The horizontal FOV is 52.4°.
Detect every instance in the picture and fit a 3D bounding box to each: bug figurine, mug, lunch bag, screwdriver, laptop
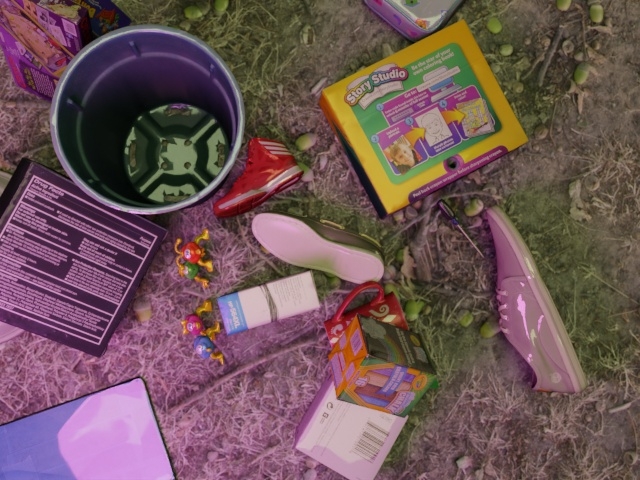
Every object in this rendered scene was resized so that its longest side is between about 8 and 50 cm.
[{"bbox_3d":[-0.259,0.119,1.357,0.072,0.216,0.279,-7,89,-16],"label":"bug figurine"},{"bbox_3d":[0.094,0.176,1.431,0.169,0.113,0.150,-21,82,0],"label":"mug"},{"bbox_3d":[0.241,-0.615,1.489,0.224,0.108,0.279,38,84,2],"label":"lunch bag"},{"bbox_3d":[0.325,-0.026,1.496,0.024,0.025,0.170,-39,89,-5],"label":"screwdriver"},{"bbox_3d":[-0.498,0.549,1.307,0.382,0.408,0.236,-19,121,-4],"label":"laptop"}]

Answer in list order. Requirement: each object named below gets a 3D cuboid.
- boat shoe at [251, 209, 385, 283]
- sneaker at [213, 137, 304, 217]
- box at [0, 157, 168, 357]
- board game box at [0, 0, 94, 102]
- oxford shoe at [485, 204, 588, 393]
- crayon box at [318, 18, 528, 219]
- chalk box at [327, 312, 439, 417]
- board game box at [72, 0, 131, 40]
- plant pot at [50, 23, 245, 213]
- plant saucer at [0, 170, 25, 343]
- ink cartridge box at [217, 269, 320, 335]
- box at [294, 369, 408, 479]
[{"bbox_3d":[-0.001,0.004,1.441,0.305,0.091,0.109,21,122,0],"label":"boat shoe"},{"bbox_3d":[-0.160,-0.146,1.455,0.221,0.087,0.128,-28,80,-17],"label":"sneaker"},{"bbox_3d":[-0.519,0.031,1.310,0.296,0.183,0.294,31,85,-31],"label":"box"},{"bbox_3d":[-0.547,-0.381,1.306,0.208,0.347,0.056,22,66,-4],"label":"board game box"},{"bbox_3d":[0.446,0.138,1.435,0.130,0.169,0.449,-22,88,17],"label":"oxford shoe"},{"bbox_3d":[0.227,-0.270,1.466,0.363,0.106,0.313,-27,87,-5],"label":"crayon box"},{"bbox_3d":[0.144,0.264,1.340,0.213,0.132,0.132,22,117,-21],"label":"chalk box"},{"bbox_3d":[-0.572,-0.524,1.278,0.233,0.347,0.078,24,84,25],"label":"board game box"},{"bbox_3d":[-0.315,-0.203,1.312,0.341,0.334,0.341,0,86,-4],"label":"plant pot"},{"bbox_3d":[-0.758,0.034,1.386,0.400,0.100,0.400,0,87,-4],"label":"plant saucer"},{"bbox_3d":[-0.108,0.131,1.395,0.203,0.148,0.086,-15,88,-4],"label":"ink cartridge box"},{"bbox_3d":[0.063,0.399,1.403,0.182,0.119,0.181,30,85,-1],"label":"box"}]
